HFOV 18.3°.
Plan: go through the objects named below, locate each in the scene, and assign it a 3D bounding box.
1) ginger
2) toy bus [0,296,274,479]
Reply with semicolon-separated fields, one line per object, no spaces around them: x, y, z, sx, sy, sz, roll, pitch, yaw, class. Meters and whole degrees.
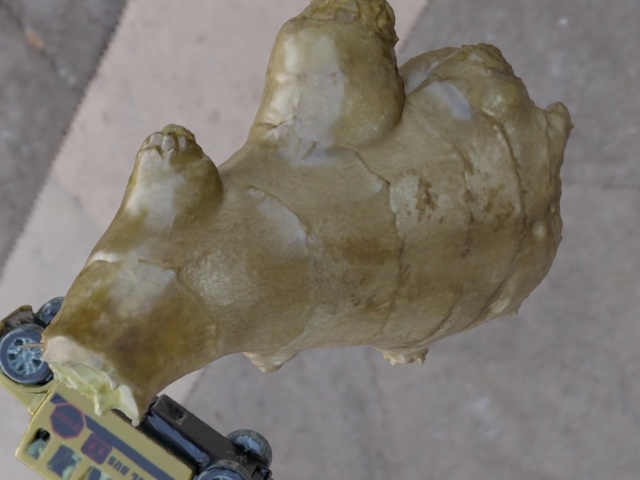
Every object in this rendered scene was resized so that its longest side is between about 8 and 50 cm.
0.005;-0.022;1.190;0.166;0.375;0.236;31;117;30;ginger
-0.150;0.188;1.715;0.335;0.121;0.123;36;103;0;toy bus
